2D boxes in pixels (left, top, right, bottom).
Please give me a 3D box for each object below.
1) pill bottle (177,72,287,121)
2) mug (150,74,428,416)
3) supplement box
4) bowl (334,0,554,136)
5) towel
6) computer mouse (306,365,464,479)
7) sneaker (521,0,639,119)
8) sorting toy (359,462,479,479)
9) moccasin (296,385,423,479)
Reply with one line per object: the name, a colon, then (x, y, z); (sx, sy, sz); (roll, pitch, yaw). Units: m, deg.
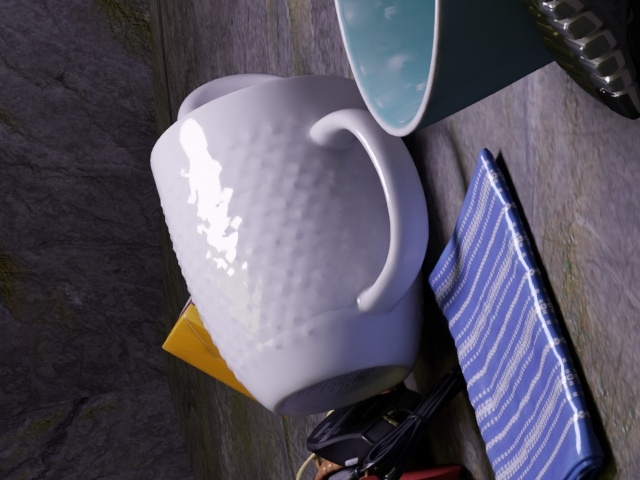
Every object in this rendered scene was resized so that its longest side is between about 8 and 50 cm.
pill bottle: (-0.091, -0.034, 2.120); (0.210, 0.210, 0.363); (-115, 20, -51)
mug: (0.000, 0.000, 1.677); (0.374, 0.276, 0.328); (-43, 59, 52)
supplement box: (-0.064, 0.086, 1.921); (0.194, 0.191, 0.129); (-63, 6, -28)
bowl: (0.118, -0.248, 1.187); (0.311, 0.163, 0.312); (171, 90, -78)
towel: (0.178, 0.115, 1.443); (0.243, 0.040, 0.336); (104, 155, -57)
computer mouse: (0.053, 0.239, 1.686); (0.060, 0.184, 0.262); (51, 144, -9)
sneaker: (0.205, -0.193, 1.045); (0.229, 0.132, 0.086); (47, 178, -39)
sorting toy: (0.117, 0.316, 1.561); (0.365, 0.127, 0.126); (161, 101, -85)
moccasin: (0.049, 0.289, 1.847); (0.139, 0.147, 0.380); (94, 166, -51)
